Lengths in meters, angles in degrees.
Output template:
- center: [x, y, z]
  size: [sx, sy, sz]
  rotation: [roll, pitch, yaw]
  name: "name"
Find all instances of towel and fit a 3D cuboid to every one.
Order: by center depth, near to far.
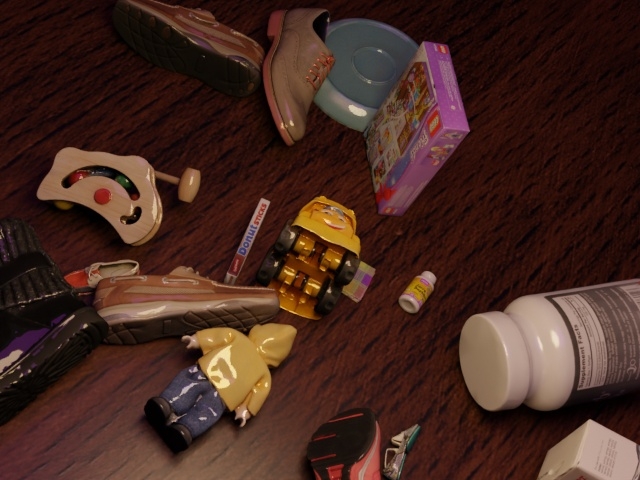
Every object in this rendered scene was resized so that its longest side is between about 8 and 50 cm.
- center: [0.063, 0.072, 1.833]
  size: [0.060, 0.009, 0.083]
  rotation: [29, 55, 3]
  name: "towel"

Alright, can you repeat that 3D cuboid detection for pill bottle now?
- center: [0.449, 0.192, 1.757]
  size: [0.362, 0.210, 0.210]
  rotation: [-7, 62, -20]
  name: "pill bottle"
- center: [0.185, 0.095, 1.835]
  size: [0.043, 0.043, 0.083]
  rotation: [36, 56, 7]
  name: "pill bottle"

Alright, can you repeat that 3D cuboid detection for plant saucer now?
- center: [0.111, -0.366, 2.098]
  size: [0.317, 0.044, 0.318]
  rotation: [7, 58, -12]
  name: "plant saucer"

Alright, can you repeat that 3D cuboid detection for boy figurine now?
- center: [-0.159, 0.218, 1.623]
  size: [0.285, 0.092, 0.177]
  rotation: [-39, 88, -33]
  name: "boy figurine"

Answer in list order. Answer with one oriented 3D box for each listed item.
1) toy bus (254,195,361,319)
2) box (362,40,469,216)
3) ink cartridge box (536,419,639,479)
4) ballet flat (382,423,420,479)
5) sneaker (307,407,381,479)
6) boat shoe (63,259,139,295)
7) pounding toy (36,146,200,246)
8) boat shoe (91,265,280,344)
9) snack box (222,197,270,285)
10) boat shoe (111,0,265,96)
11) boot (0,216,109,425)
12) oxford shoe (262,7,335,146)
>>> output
- center: [0.000, 0.000, 1.740]
  size: [0.149, 0.220, 0.211]
  rotation: [28, 49, -3]
  name: "toy bus"
- center: [0.175, -0.207, 1.866]
  size: [0.057, 0.293, 0.201]
  rotation: [4, 59, -22]
  name: "box"
- center: [0.509, 0.423, 1.655]
  size: [0.237, 0.172, 0.100]
  rotation: [28, 55, 1]
  name: "ink cartridge box"
- center: [0.135, 0.356, 1.665]
  size: [0.041, 0.041, 0.114]
  rotation: [29, 55, 2]
  name: "ballet flat"
- center: [0.047, 0.412, 1.575]
  size: [0.115, 0.136, 0.314]
  rotation: [-12, 36, 17]
  name: "sneaker"
- center: [-0.381, 0.061, 1.685]
  size: [0.137, 0.043, 0.049]
  rotation: [-8, 64, -20]
  name: "boat shoe"
- center: [-0.358, -0.070, 1.758]
  size: [0.269, 0.155, 0.154]
  rotation: [8, 86, -1]
  name: "pounding toy"
- center: [-0.229, 0.097, 1.666]
  size: [0.324, 0.123, 0.116]
  rotation: [-1, 58, -19]
  name: "boat shoe"
- center: [-0.136, 0.008, 1.778]
  size: [0.022, 0.064, 0.178]
  rotation: [24, 56, -4]
  name: "snack box"
- center: [-0.259, -0.407, 1.974]
  size: [0.324, 0.122, 0.120]
  rotation: [28, 50, -9]
  name: "boat shoe"
- center: [-0.537, 0.145, 1.532]
  size: [0.348, 0.131, 0.260]
  rotation: [-38, 72, -26]
  name: "boot"
- center: [-0.037, -0.346, 1.965]
  size: [0.130, 0.123, 0.348]
  rotation: [-10, 58, 15]
  name: "oxford shoe"
